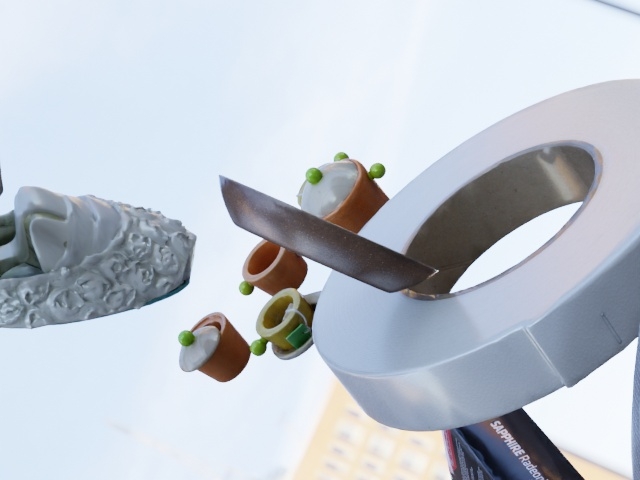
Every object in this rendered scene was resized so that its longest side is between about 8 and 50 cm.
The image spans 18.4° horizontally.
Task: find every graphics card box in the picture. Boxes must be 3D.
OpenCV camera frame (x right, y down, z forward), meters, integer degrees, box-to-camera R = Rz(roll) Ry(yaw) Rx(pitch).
[{"bbox_3d":[0.257,0.347,2.220,0.094,0.371,0.232,-20,-60,-11],"label":"graphics card box"}]

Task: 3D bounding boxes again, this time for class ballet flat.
[{"bbox_3d":[-0.320,0.017,1.928,0.147,0.409,0.147,169,90,-82],"label":"ballet flat"}]

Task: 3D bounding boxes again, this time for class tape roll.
[{"bbox_3d":[0.169,0.007,1.702,0.072,0.392,0.392,54,-126,-21],"label":"tape roll"}]

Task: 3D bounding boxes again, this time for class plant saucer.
[{"bbox_3d":[0.000,0.000,1.637,0.036,0.199,0.198,-65,-23,0],"label":"plant saucer"}]

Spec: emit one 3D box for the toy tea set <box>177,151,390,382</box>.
[{"bbox_3d":[-0.052,0.023,2.330,0.124,0.200,0.336,41,-103,-29],"label":"toy tea set"}]

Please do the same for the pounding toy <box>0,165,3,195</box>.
[{"bbox_3d":[-0.362,-0.051,1.781,0.100,0.130,0.141,91,-157,-43],"label":"pounding toy"}]

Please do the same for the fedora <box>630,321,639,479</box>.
[{"bbox_3d":[0.290,0.083,1.216,0.244,0.124,0.275,16,-97,-57],"label":"fedora"}]
